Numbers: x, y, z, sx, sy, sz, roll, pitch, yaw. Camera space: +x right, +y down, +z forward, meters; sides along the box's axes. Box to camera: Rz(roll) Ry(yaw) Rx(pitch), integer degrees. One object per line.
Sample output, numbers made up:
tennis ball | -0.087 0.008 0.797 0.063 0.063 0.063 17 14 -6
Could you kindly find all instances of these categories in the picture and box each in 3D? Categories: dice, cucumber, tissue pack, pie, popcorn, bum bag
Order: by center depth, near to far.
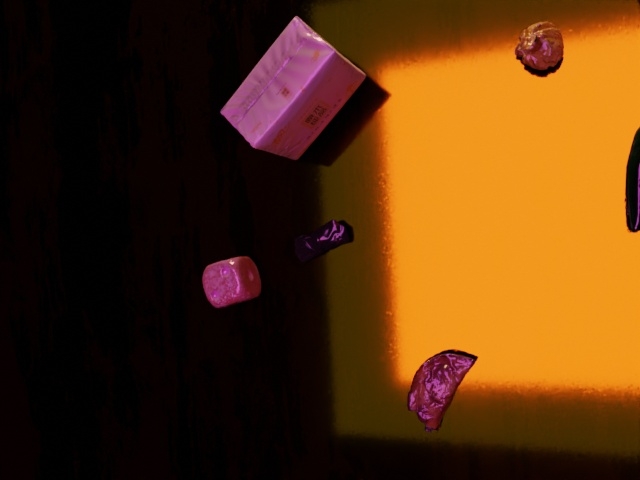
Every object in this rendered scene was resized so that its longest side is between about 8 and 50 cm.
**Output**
cucumber | 0.528 -0.104 0.980 0.036 0.033 0.184 7 94 47
popcorn | 0.375 -0.337 1.011 0.084 0.084 0.084 1 91 22
pie | 0.217 0.279 1.112 0.092 0.034 0.169 24 101 16
tissue pack | -0.045 -0.277 1.124 0.225 0.185 0.124 -48 72 16
bum bag | -0.001 0.000 1.193 0.125 0.034 0.057 -28 95 21
dice | -0.185 0.087 1.239 0.091 0.093 0.094 -20 82 21
